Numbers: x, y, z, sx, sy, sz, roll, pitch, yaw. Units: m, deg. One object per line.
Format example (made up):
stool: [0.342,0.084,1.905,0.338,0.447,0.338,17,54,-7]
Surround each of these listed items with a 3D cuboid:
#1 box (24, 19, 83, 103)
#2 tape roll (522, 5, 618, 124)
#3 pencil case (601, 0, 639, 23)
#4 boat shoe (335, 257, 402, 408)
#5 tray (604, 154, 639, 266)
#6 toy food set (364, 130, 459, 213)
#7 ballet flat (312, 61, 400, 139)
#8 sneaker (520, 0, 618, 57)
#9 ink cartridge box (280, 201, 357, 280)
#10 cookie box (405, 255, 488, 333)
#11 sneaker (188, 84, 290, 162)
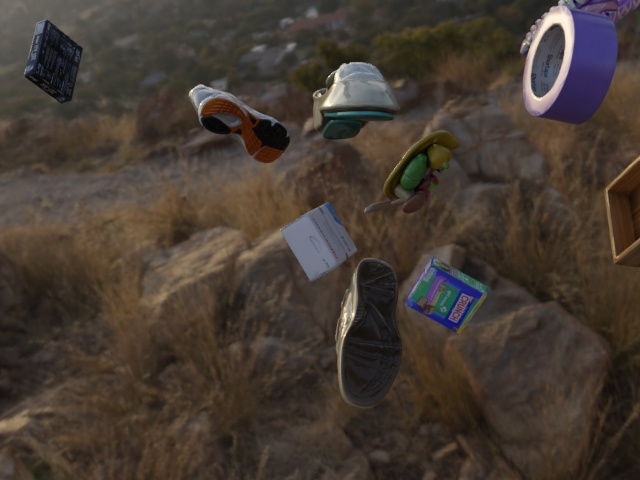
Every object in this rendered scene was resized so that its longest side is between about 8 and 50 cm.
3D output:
box: [-0.338,-0.227,1.130,0.018,0.067,0.083,-9,63,28]
tape roll: [0.421,-0.297,1.513,0.080,0.189,0.189,10,26,-11]
pencil case: [0.706,-0.569,2.077,0.206,0.086,0.088,-39,8,-13]
boat shoe: [0.089,0.195,1.753,0.121,0.110,0.341,21,47,-9]
tray: [0.763,-0.120,1.929,0.076,0.411,0.203,7,62,-11]
toy food set: [0.194,-0.109,1.706,0.128,0.218,0.071,-9,55,-44]
ballet flat: [0.035,-0.173,1.068,0.086,0.086,0.248,-26,6,-11]
sneaker: [0.532,-0.460,1.888,0.236,0.104,0.095,-41,13,27]
ink cartridge box: [0.000,0.000,2.056,0.082,0.140,0.190,-31,0,20]
cookie box: [0.212,0.092,1.497,0.107,0.092,0.040,28,28,-1]
sneaker: [-0.171,-0.261,1.900,0.099,0.262,0.121,-48,48,11]
